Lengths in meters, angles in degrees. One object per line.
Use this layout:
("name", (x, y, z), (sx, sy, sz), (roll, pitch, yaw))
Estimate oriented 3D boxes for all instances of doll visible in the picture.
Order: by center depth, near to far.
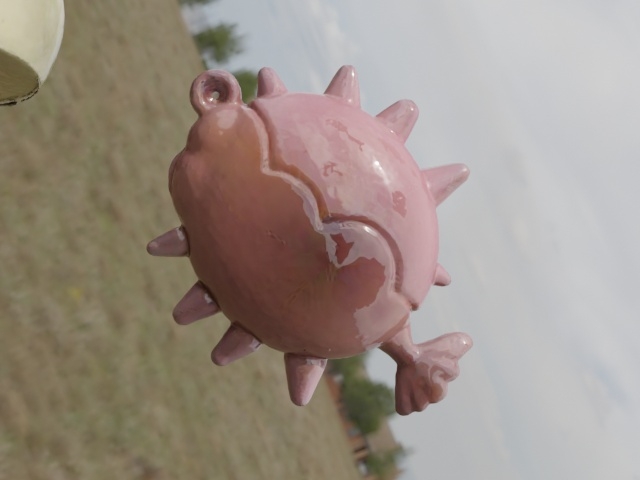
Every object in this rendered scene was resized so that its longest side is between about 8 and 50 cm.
("doll", (0.000, 0.000, 0.914), (0.262, 0.211, 0.093), (46, 1, -7))

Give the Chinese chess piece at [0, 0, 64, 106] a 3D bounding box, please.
("Chinese chess piece", (-0.308, -0.174, 1.008), (0.251, 0.250, 0.097), (71, 24, -78))
